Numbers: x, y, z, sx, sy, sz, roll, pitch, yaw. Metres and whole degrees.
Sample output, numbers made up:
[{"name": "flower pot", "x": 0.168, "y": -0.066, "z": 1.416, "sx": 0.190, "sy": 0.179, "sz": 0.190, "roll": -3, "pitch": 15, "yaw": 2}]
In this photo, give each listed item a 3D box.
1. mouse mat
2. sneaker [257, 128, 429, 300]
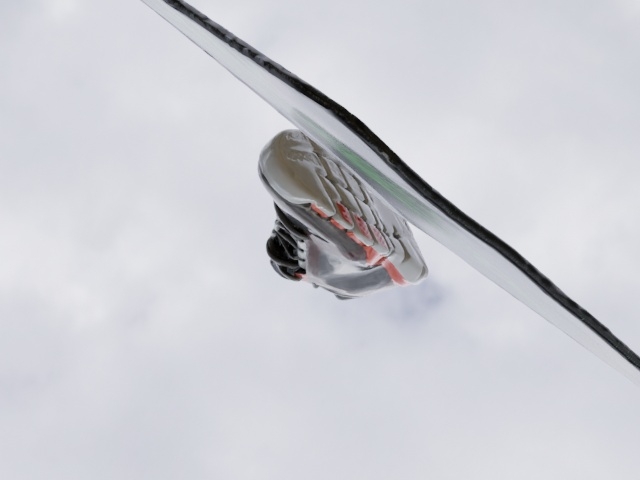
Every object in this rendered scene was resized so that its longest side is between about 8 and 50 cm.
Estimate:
[{"name": "mouse mat", "x": 0.024, "y": -0.010, "z": 0.454, "sx": 0.007, "sy": 0.189, "sz": 0.152, "roll": -52, "pitch": -139, "yaw": 0}, {"name": "sneaker", "x": 0.000, "y": 0.000, "z": 0.865, "sx": 0.065, "sy": 0.158, "sz": 0.061, "roll": -29, "pitch": -120, "yaw": 13}]
